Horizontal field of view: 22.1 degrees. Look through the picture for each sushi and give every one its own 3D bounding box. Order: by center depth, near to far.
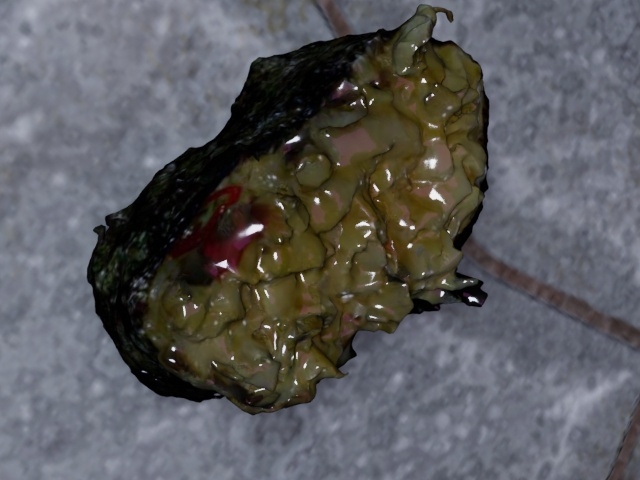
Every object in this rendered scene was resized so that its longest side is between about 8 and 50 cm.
[{"bbox_3d":[0.000,0.000,0.777,0.212,0.115,0.147,-41,116,-20],"label":"sushi"}]
